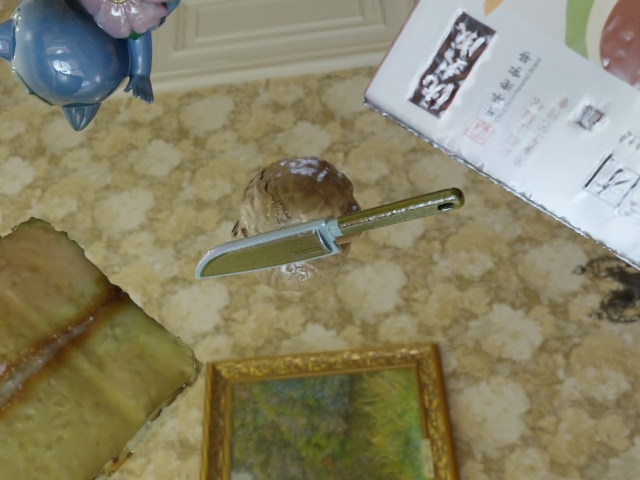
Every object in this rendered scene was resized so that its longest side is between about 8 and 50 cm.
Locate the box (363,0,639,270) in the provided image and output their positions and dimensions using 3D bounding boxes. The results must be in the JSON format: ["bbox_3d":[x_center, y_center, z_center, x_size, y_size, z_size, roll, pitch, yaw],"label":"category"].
[{"bbox_3d":[0.276,-0.183,0.570,0.385,0.344,0.122,-58,3,28],"label":"box"}]

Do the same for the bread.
[{"bbox_3d":[-0.200,0.134,0.565,0.167,0.163,0.264,-46,-10,-31],"label":"bread"}]

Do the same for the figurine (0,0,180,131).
[{"bbox_3d":[-0.169,-0.184,0.641,0.114,0.178,0.144,38,-161,-39],"label":"figurine"}]

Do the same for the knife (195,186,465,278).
[{"bbox_3d":[0.000,0.001,0.938,0.061,0.343,0.027,56,-153,-47],"label":"knife"}]

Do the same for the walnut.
[{"bbox_3d":[-0.033,-0.025,1.230,0.245,0.198,0.198,-63,-33,-68],"label":"walnut"}]
